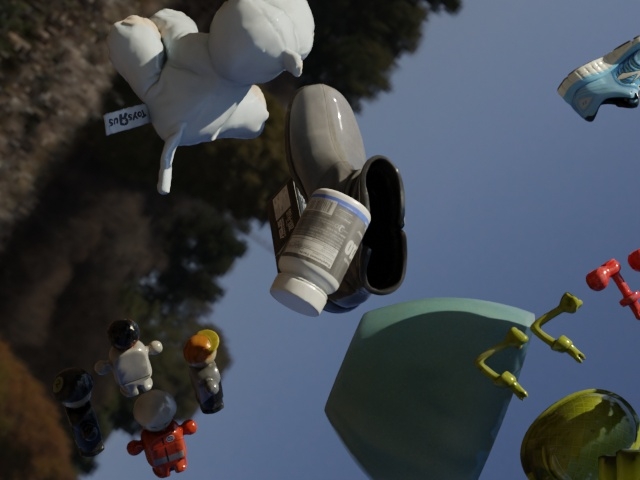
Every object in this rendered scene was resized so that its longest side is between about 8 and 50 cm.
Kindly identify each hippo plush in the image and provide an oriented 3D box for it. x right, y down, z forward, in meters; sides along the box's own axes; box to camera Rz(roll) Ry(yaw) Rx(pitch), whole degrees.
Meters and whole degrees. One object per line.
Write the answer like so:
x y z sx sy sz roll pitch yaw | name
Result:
-0.143 -0.256 1.630 0.236 0.234 0.294 -43 178 33 | hippo plush

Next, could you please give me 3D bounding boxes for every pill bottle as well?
-0.002 0.015 1.459 0.137 0.078 0.078 -64 -168 -18 | pill bottle

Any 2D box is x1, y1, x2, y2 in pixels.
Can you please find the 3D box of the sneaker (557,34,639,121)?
0.367 -0.193 1.487 0.162 0.073 0.063 -29 171 -4 | sneaker

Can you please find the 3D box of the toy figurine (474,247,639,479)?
0.347 0.088 1.147 0.363 0.191 0.217 -28 175 -12 | toy figurine

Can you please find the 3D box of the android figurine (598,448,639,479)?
0.227 0.287 0.876 0.248 0.056 0.272 75 15 -76 | android figurine

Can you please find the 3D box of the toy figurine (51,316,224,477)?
-0.257 0.215 1.792 0.209 0.213 0.148 -54 146 -44 | toy figurine

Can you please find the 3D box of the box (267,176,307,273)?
0.000 0.000 2.036 0.077 0.147 0.180 -47 -145 29 | box

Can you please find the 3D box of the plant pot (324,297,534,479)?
0.119 0.188 1.536 0.290 0.196 0.290 22 90 -86 | plant pot

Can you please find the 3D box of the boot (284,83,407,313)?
0.047 -0.078 1.656 0.223 0.118 0.338 140 -59 -68 | boot
